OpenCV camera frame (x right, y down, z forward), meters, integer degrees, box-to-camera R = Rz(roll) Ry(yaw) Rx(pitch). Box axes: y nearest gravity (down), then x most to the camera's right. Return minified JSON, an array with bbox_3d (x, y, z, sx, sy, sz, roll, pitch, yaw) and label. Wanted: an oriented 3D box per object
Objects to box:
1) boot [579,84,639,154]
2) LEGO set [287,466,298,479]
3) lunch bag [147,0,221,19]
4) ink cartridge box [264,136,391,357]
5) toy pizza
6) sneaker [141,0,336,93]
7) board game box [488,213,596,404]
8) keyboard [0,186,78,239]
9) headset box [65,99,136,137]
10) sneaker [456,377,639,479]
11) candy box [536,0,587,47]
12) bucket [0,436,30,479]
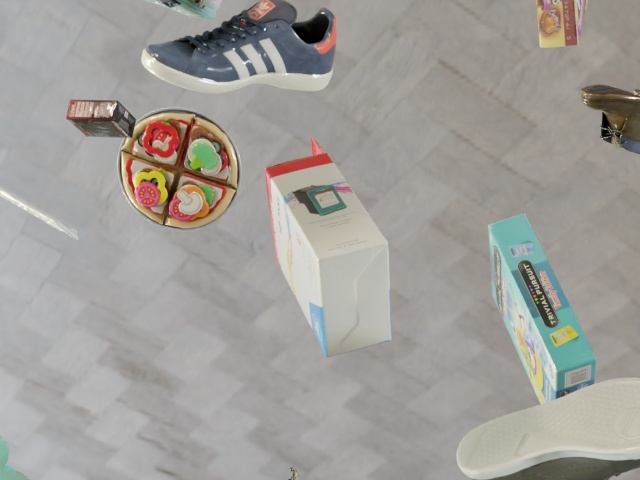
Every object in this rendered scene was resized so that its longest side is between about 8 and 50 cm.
[{"bbox_3d":[0.495,-0.194,1.815,0.219,0.082,0.106,0,111,-38],"label":"boot"},{"bbox_3d":[-0.048,0.322,1.377,0.023,0.054,0.083,31,129,-24],"label":"LEGO set"},{"bbox_3d":[-0.287,-0.445,1.773,0.279,0.108,0.224,25,-178,21],"label":"lunch bag"},{"bbox_3d":[0.000,0.000,1.201,0.078,0.231,0.134,-14,127,-13],"label":"ink cartridge box"},{"bbox_3d":[-0.224,-0.109,1.735,0.201,0.032,0.201,2,106,7],"label":"toy pizza"},{"bbox_3d":[-0.123,-0.331,1.799,0.350,0.131,0.148,-8,129,-36],"label":"sneaker"},{"bbox_3d":[0.412,0.158,2.080,0.079,0.336,0.253,-18,143,-2],"label":"board game box"},{"bbox_3d":[-0.450,-0.069,1.549,0.256,0.014,0.072,28,175,19],"label":"keyboard"},{"bbox_3d":[-0.309,-0.170,1.541,0.083,0.032,0.062,2,161,16],"label":"headset box"},{"bbox_3d":[0.322,0.255,1.282,0.296,0.104,0.147,-19,126,25],"label":"sneaker"},{"bbox_3d":[0.320,-0.342,1.458,0.053,0.186,0.109,-1,123,18],"label":"candy box"},{"bbox_3d":[-0.474,0.365,1.467,0.281,0.183,0.281,48,157,28],"label":"bucket"}]
